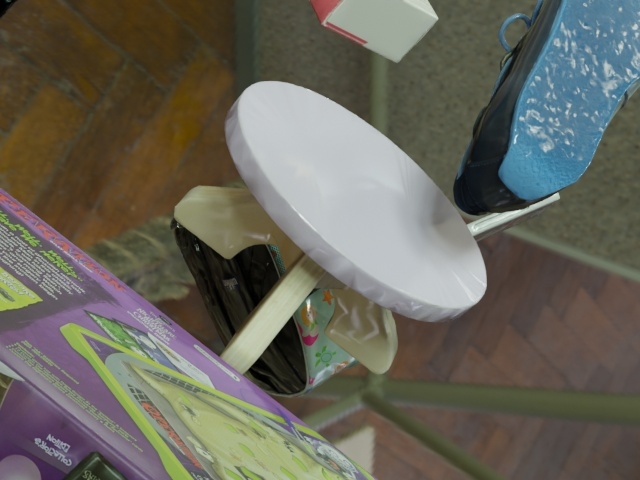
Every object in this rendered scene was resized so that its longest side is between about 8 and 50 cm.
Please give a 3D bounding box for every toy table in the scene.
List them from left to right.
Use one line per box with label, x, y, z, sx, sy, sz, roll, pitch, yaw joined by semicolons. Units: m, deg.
toy table;0.000;0.000;1.092;0.161;0.274;0.252;-46;176;39

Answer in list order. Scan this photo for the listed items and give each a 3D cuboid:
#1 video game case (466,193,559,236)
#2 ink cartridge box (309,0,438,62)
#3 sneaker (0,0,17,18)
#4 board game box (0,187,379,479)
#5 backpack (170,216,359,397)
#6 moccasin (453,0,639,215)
video game case;0.271;-0.025;1.852;0.183;0.023;0.201;-23;175;0
ink cartridge box;0.045;-0.365;1.618;0.159;0.218;0.092;18;126;-44
sneaker;-0.428;-0.394;1.648;0.101;0.106;0.267;11;123;-50
board game box;-0.080;0.080;0.532;0.056;0.347;0.208;-54;174;11
backpack;-0.045;0.057;1.454;0.191;0.225;0.253;-22;96;-30
moccasin;0.203;-0.151;1.053;0.137;0.117;0.342;50;51;-7
